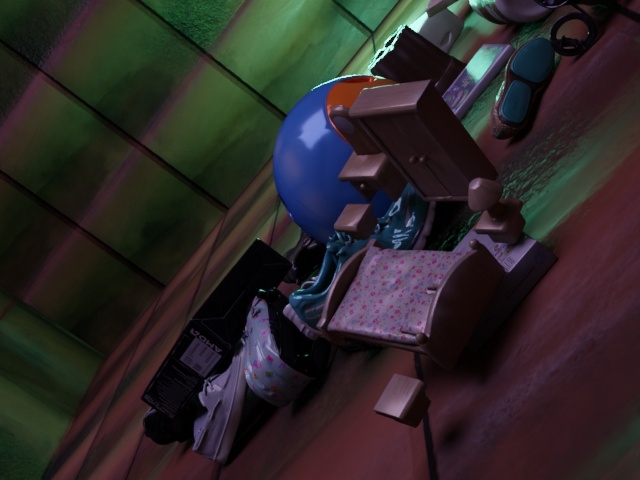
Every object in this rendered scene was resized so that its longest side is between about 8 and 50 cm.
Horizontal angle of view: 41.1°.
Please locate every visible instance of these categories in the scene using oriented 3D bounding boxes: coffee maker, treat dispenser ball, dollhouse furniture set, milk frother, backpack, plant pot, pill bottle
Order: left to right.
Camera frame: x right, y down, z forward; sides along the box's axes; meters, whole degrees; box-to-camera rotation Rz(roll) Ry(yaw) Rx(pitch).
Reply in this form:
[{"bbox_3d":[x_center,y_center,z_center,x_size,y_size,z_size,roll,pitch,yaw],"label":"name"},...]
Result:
[{"bbox_3d":[-0.294,0.336,1.831,0.171,0.120,0.178,-50,13,8],"label":"coffee maker"},{"bbox_3d":[-0.058,0.180,1.398,0.115,0.152,0.182,-53,24,25],"label":"backpack"},{"bbox_3d":[0.044,0.001,1.011,0.303,0.174,0.355,4,55,50],"label":"dollhouse furniture set"},{"bbox_3d":[0.066,-0.125,1.390,0.288,0.288,0.288,-49,13,16],"label":"treat dispenser ball"},{"bbox_3d":[0.204,-0.366,1.836,0.167,0.165,0.167,-49,13,15],"label":"plant pot"},{"bbox_3d":[0.366,-0.486,1.651,0.131,0.131,0.229,-52,12,6],"label":"pill bottle"},{"bbox_3d":[0.400,-0.369,1.321,0.134,0.129,0.143,-18,-50,-44],"label":"milk frother"}]

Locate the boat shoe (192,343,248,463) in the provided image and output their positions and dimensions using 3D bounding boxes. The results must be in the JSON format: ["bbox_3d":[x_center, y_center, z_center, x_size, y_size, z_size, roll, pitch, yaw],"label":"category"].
[{"bbox_3d":[-0.172,0.277,1.468,0.079,0.081,0.228,-81,6,-75],"label":"boat shoe"}]

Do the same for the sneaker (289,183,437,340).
[{"bbox_3d":[0.065,0.017,1.214,0.275,0.110,0.107,-52,17,-3],"label":"sneaker"}]

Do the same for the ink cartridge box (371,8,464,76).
[{"bbox_3d":[0.245,-0.482,2.160,0.160,0.092,0.219,-58,13,-22],"label":"ink cartridge box"}]

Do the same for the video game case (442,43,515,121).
[{"bbox_3d":[0.293,-0.307,1.682,0.190,0.022,0.173,-51,13,7],"label":"video game case"}]

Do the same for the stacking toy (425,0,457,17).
[{"bbox_3d":[0.350,-0.679,2.031,0.279,0.130,0.309,-22,26,21],"label":"stacking toy"}]

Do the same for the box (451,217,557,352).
[{"bbox_3d":[0.198,0.043,1.043,0.145,0.038,0.186,-51,14,6],"label":"box"}]

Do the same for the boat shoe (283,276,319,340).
[{"bbox_3d":[0.005,0.090,1.398,0.083,0.076,0.226,-57,-6,17],"label":"boat shoe"}]

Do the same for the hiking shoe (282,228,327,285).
[{"bbox_3d":[0.000,0.000,1.815,0.227,0.086,0.114,-60,27,-7],"label":"hiking shoe"}]

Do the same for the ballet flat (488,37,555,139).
[{"bbox_3d":[0.310,-0.237,1.340,0.206,0.073,0.067,-56,-2,-31],"label":"ballet flat"}]

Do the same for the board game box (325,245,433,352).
[{"bbox_3d":[0.089,0.086,1.295,0.170,0.048,0.141,-58,13,-22],"label":"board game box"}]

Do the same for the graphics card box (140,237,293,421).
[{"bbox_3d":[-0.204,0.178,1.629,0.233,0.094,0.371,-53,0,-41],"label":"graphics card box"}]

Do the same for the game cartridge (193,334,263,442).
[{"bbox_3d":[-0.170,0.292,1.662,0.196,0.060,0.294,-47,13,10],"label":"game cartridge"}]
